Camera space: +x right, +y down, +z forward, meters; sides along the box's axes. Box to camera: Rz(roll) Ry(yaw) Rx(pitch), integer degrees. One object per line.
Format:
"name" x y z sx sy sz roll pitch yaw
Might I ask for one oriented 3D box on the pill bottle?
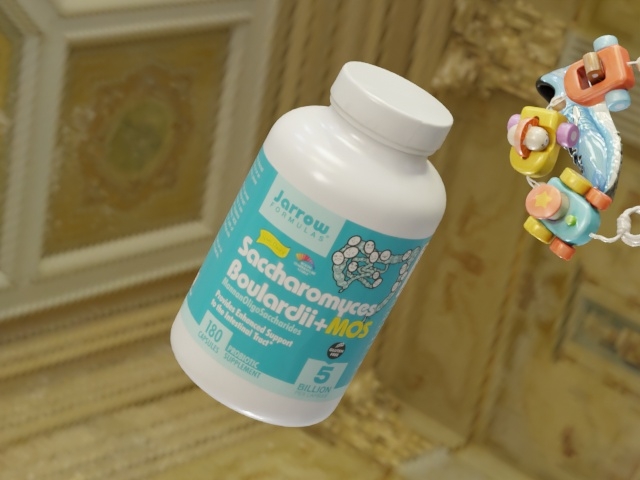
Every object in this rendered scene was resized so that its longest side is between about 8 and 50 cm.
"pill bottle" 0.000 0.000 1.266 0.146 0.146 0.264 0 -57 -51

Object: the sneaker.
"sneaker" 0.243 -0.097 1.593 0.073 0.162 0.063 -7 -34 -3

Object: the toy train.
"toy train" 0.194 -0.071 1.254 0.046 0.125 0.166 20 -121 -49
